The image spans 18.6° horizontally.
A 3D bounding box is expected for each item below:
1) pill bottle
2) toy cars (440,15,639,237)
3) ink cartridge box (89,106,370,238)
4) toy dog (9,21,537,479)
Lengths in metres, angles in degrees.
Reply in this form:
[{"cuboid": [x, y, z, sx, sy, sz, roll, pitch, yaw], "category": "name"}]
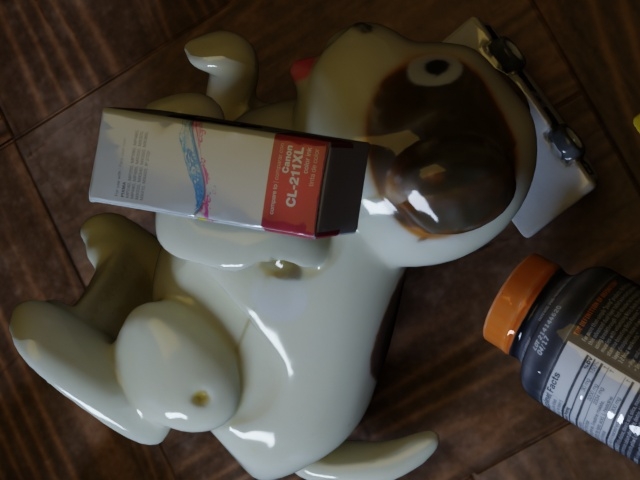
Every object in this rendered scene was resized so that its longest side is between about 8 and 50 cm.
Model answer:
[{"cuboid": [0.258, 0.107, 1.634, 0.245, 0.130, 0.130, 32, 94, 19], "category": "pill bottle"}, {"cuboid": [0.261, -0.075, 1.681, 0.393, 0.087, 0.176, 16, 100, 24], "category": "toy cars"}, {"cuboid": [-0.066, -0.051, 1.440, 0.175, 0.127, 0.072, 10, 95, 14], "category": "ink cartridge box"}, {"cuboid": [0.000, 0.000, 1.621, 0.395, 0.284, 0.408, 44, 115, 2], "category": "toy dog"}]
